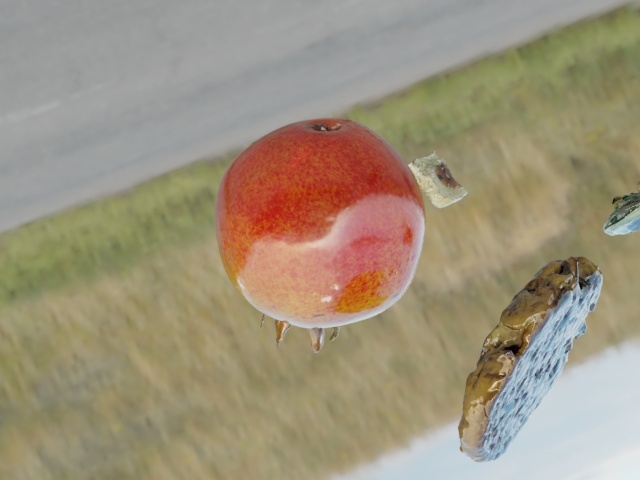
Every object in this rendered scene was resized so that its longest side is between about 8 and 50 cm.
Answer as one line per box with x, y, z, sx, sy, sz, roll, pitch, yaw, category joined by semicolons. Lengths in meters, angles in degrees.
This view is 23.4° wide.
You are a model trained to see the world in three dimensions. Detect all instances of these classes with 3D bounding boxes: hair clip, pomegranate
0.609;-0.096;2.515;0.321;0.091;0.138;-19;170;23;hair clip
0.000;0.000;1.602;0.221;0.221;0.256;-19;132;-36;pomegranate

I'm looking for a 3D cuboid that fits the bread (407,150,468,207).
0.161;-0.084;2.160;0.070;0.083;0.035;-19;159;-52;bread

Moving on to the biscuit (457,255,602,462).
0.288;0.159;2.193;0.334;0.081;0.289;-46;153;-35;biscuit
